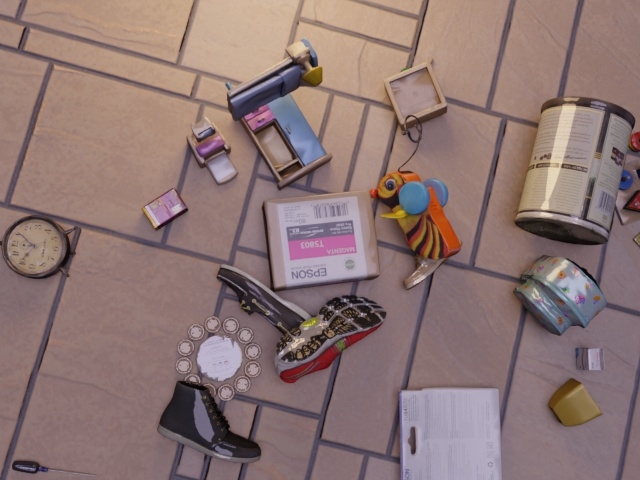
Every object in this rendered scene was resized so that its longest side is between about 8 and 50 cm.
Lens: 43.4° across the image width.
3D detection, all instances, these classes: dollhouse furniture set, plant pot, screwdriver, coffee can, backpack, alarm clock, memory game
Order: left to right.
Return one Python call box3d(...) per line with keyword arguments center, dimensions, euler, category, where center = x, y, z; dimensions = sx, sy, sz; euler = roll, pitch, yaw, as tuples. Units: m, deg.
box3d(center=(-0.609, 0.012, 1.671), dimensions=(0.192, 0.064, 0.129), euler=(9, 82, -8), category="alarm clock")
box3d(center=(-0.544, 0.474, 1.644), dimensions=(0.170, 0.024, 0.025), euler=(14, 52, -7), category="screwdriver")
box3d(center=(-0.217, 0.252, 1.714), dimensions=(0.186, 0.012, 0.186), euler=(1, 83, -6), category="memory game")
box3d(center=(-0.109, -0.224, 1.639), dimensions=(0.287, 0.303, 0.198), euler=(-31, 87, -9), category="dollhouse furniture set")
box3d(center=(0.517, 0.117, 1.728), dimensions=(0.144, 0.188, 0.166), euler=(-41, 90, -10), category="backpack")
box3d(center=(0.549, 0.362, 1.759), dimensions=(0.083, 0.081, 0.081), euler=(-33, 88, 1), category="plant pot")
box3d(center=(0.555, -0.149, 1.759), dimensions=(0.202, 0.201, 0.275), euler=(17, 82, -4), category="coffee can")

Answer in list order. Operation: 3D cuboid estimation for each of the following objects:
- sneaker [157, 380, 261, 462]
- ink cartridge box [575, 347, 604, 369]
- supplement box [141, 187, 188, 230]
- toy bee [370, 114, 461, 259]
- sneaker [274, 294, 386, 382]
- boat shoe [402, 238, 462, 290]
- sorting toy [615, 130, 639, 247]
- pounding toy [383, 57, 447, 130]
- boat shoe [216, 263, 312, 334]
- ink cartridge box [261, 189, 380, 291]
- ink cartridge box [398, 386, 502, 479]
box3d(center=(-0.215, 0.375, 1.655), dimensions=(0.222, 0.083, 0.118), euler=(20, 91, -3), category="sneaker")
box3d(center=(0.594, 0.261, 1.771), dimensions=(0.028, 0.083, 0.048), euler=(0, 83, -7), category="ink cartridge box")
box3d(center=(-0.333, -0.067, 1.724), dimensions=(0.083, 0.043, 0.055), euler=(-33, 87, -9), category="supplement box")
box3d(center=(0.194, -0.091, 1.744), dimensions=(0.195, 0.162, 0.298), euler=(17, 62, -42), category="toy bee")
box3d(center=(0.016, 0.211, 1.709), dimensions=(0.279, 0.118, 0.107), euler=(-24, 50, -27), category="sneaker")
box3d(center=(0.236, 0.041, 1.772), dimensions=(0.170, 0.063, 0.059), euler=(-40, 86, -19), category="boat shoe")
box3d(center=(0.743, -0.111, 1.855), dimensions=(0.132, 0.046, 0.274), euler=(-19, 86, -8), category="sorting toy")
box3d(center=(0.217, -0.338, 1.806), dimensions=(0.130, 0.100, 0.141), euler=(-22, 83, 5), category="pounding toy")
box3d(center=(-0.129, 0.132, 1.704), dimensions=(0.228, 0.081, 0.068), euler=(33, 76, -4), category="boat shoe")
box3d(center=(0.000, 0.000, 1.733), dimensions=(0.235, 0.088, 0.193), euler=(-7, 83, -8), category="ink cartridge box")
box3d(center=(0.277, 0.429, 1.733), dimensions=(0.224, 0.045, 0.223), euler=(1, 82, -6), category="ink cartridge box")
